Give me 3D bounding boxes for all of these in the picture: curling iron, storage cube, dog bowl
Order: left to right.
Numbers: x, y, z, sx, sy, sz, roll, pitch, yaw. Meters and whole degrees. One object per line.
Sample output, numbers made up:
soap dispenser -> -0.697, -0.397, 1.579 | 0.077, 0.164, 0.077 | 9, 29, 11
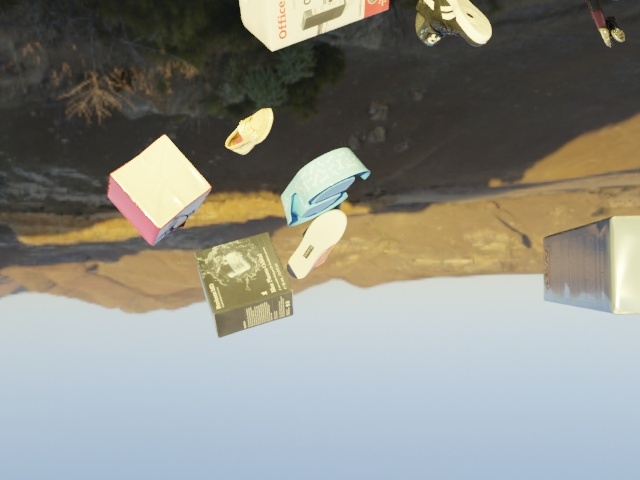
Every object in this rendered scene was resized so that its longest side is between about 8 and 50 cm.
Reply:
storage cube -> -0.426, -0.128, 1.665 | 0.184, 0.215, 0.193 | -43, -176, -23
dog bowl -> 0.000, -0.123, 1.464 | 0.166, 0.074, 0.297 | -25, 172, -24
curling iron -> 0.528, -0.484, 1.235 | 0.035, 0.274, 0.068 | -31, 148, 34

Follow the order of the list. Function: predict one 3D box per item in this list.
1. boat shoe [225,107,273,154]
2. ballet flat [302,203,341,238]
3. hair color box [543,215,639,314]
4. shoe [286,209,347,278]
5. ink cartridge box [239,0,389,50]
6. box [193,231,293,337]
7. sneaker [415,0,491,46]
boat shoe -> -0.177, -0.266, 1.542 | 0.059, 0.063, 0.170 | 6, 149, -36
ballet flat -> 0.015, -0.059, 1.936 | 0.070, 0.188, 0.070 | 34, 160, 14
hair color box -> 0.433, 0.036, 0.852 | 0.185, 0.113, 0.374 | 0, 177, 9
shoe -> 0.000, 0.000, 1.300 | 0.063, 0.178, 0.081 | 40, -156, 5
ink cartridge box -> -0.009, -0.495, 1.158 | 0.273, 0.114, 0.197 | -26, 144, -19
box -> -0.151, 0.085, 1.245 | 0.158, 0.156, 0.093 | -17, 144, -13
sneaker -> 0.266, -0.436, 1.301 | 0.079, 0.217, 0.121 | 4, 138, -29
